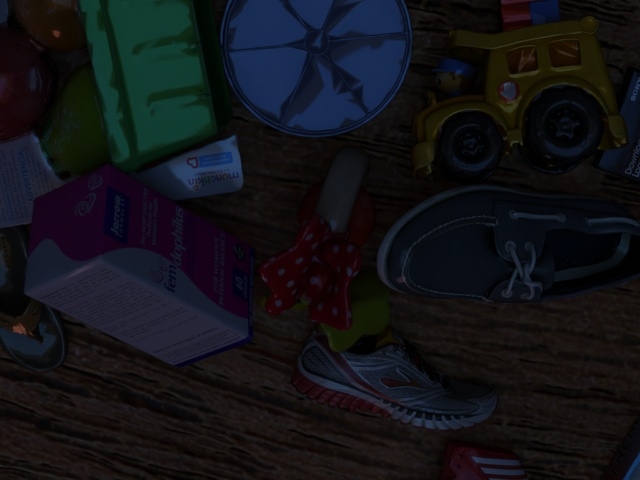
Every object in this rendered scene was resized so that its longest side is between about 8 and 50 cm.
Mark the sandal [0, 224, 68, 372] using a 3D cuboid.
[{"bbox_3d":[-0.322,0.060,1.676,0.072,0.049,0.180,-15,103,0],"label":"sandal"}]

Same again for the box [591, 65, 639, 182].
[{"bbox_3d":[0.387,-0.108,1.696,0.162,0.029,0.116,17,101,-6],"label":"box"}]

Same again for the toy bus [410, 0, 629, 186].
[{"bbox_3d":[0.190,-0.167,1.620,0.220,0.149,0.211,-10,89,3],"label":"toy bus"}]

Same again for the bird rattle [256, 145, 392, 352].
[{"bbox_3d":[0.000,0.000,1.597,0.143,0.253,0.206,12,73,12],"label":"bird rattle"}]

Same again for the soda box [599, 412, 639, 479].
[{"bbox_3d":[0.377,0.231,1.756,0.063,0.058,0.183,27,99,-9],"label":"soda box"}]

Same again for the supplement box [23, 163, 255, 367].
[{"bbox_3d":[-0.177,0.030,1.581,0.114,0.111,0.220,-23,144,34],"label":"supplement box"}]

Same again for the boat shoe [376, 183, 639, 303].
[{"bbox_3d":[0.209,0.010,1.610,0.320,0.099,0.116,-4,112,-31],"label":"boat shoe"}]

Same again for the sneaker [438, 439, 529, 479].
[{"bbox_3d":[0.128,0.294,1.752,0.221,0.087,0.128,-20,95,-12],"label":"sneaker"}]

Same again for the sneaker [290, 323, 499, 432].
[{"bbox_3d":[0.086,0.146,1.703,0.225,0.088,0.092,14,100,-7],"label":"sneaker"}]

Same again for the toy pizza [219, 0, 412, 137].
[{"bbox_3d":[-0.005,-0.208,1.646,0.201,0.032,0.201,-1,103,-5],"label":"toy pizza"}]

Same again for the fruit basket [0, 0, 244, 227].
[{"bbox_3d":[-0.273,-0.182,1.596,0.353,0.165,0.327,-8,103,14],"label":"fruit basket"}]
